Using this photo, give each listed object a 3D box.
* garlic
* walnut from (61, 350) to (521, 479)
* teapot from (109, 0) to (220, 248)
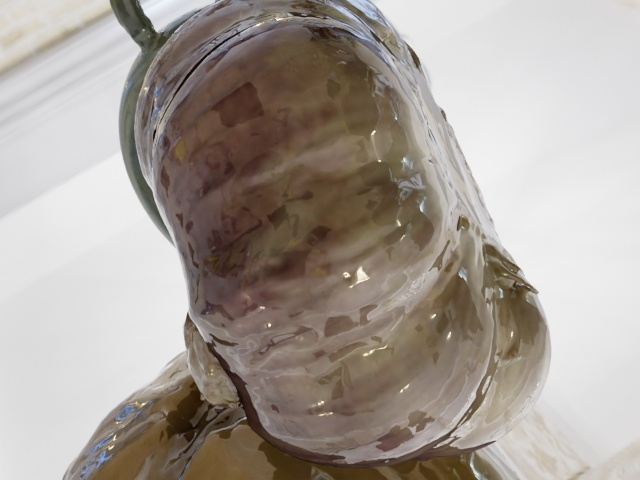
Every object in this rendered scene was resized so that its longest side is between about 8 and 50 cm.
[{"bbox_3d":[0.000,0.000,0.435,0.160,0.245,0.245,-30,-145,17],"label":"garlic"},{"bbox_3d":[-0.011,0.243,0.649,0.383,0.384,0.384,-17,-142,14],"label":"walnut"},{"bbox_3d":[-0.038,-0.067,0.621,0.193,0.294,0.129,-23,-167,42],"label":"teapot"}]
